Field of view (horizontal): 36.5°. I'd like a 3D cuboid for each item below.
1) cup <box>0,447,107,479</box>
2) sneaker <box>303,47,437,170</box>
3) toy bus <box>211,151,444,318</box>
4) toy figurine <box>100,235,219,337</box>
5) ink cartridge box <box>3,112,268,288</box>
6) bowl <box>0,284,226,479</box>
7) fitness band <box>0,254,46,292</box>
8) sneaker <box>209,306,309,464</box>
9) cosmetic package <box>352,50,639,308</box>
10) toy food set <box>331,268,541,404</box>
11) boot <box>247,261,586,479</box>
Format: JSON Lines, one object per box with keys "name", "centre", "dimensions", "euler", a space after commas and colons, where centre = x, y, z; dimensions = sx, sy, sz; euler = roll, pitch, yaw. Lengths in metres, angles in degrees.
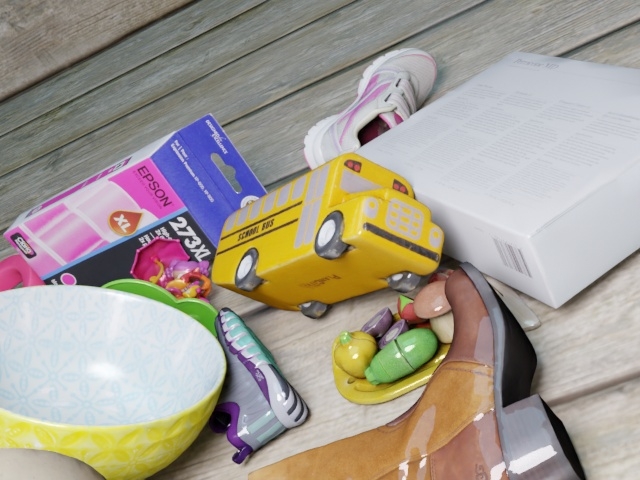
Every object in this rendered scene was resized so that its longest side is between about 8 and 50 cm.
{"name": "cup", "centre": [-0.259, 0.354, 0.707], "dimensions": [0.331, 0.331, 0.237], "euler": [-35, 53, -5]}
{"name": "sneaker", "centre": [0.096, -0.179, 1.397], "dimensions": [0.252, 0.103, 0.111], "euler": [-49, 36, -17]}
{"name": "toy bus", "centre": [0.000, 0.000, 1.073], "dimensions": [0.333, 0.108, 0.130], "euler": [-23, 49, 56]}
{"name": "toy figurine", "centre": [-0.199, 0.058, 1.284], "dimensions": [0.173, 0.130, 0.159], "euler": [-1, 35, 9]}
{"name": "ink cartridge box", "centre": [-0.258, -0.025, 1.379], "dimensions": [0.371, 0.175, 0.069], "euler": [-25, 24, 23]}
{"name": "bowl", "centre": [-0.250, 0.177, 1.006], "dimensions": [0.289, 0.156, 0.289], "euler": [10, 21, -4]}
{"name": "fitness band", "centre": [-0.520, 0.150, 1.464], "dimensions": [0.291, 0.054, 0.209], "euler": [-52, 28, -4]}
{"name": "sneaker", "centre": [-0.098, 0.152, 1.067], "dimensions": [0.098, 0.083, 0.224], "euler": [-40, 29, -4]}
{"name": "cosmetic package", "centre": [0.236, -0.091, 1.080], "dimensions": [0.284, 0.097, 0.377], "euler": [-35, 27, -13]}
{"name": "toy food set", "centre": [0.098, 0.079, 0.992], "dimensions": [0.218, 0.071, 0.128], "euler": [-28, 28, 8]}
{"name": "boot", "centre": [0.065, 0.169, 0.864], "dimensions": [0.280, 0.096, 0.264], "euler": [-29, 47, 15]}
